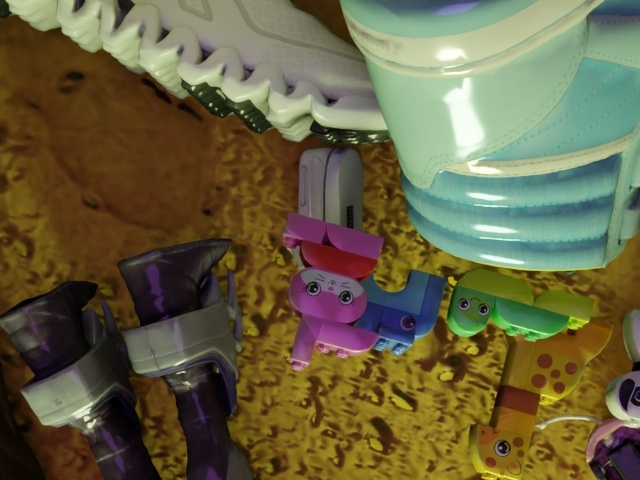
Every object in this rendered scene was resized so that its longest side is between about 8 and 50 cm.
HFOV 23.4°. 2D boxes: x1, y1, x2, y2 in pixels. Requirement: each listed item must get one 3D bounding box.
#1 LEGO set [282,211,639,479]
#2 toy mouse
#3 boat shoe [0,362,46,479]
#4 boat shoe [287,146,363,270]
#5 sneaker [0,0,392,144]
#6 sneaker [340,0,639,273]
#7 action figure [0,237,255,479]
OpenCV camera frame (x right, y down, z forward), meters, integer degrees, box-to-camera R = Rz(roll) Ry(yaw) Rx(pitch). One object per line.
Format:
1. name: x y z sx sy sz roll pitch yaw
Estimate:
1. LEGO set: 0.080 0.068 0.768 0.227 0.087 0.093 15 80 -1
2. toy mouse: 0.198 0.112 0.809 0.161 0.031 0.143 -12 94 4
3. boat shoe: -0.212 0.093 0.796 0.089 0.104 0.285 -18 96 9
4. boat shoe: 0.000 0.000 0.814 0.035 0.035 0.100 7 102 32
5. sneaker: -0.078 -0.138 0.774 0.292 0.110 0.118 26 87 1
6. sneaker: 0.152 -0.104 0.762 0.319 0.127 0.208 -28 132 -21
7. action figure: -0.060 0.148 0.784 0.185 0.099 0.285 -19 86 17
